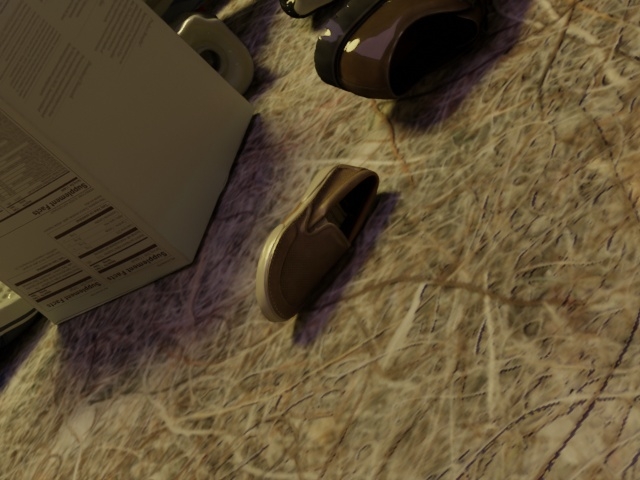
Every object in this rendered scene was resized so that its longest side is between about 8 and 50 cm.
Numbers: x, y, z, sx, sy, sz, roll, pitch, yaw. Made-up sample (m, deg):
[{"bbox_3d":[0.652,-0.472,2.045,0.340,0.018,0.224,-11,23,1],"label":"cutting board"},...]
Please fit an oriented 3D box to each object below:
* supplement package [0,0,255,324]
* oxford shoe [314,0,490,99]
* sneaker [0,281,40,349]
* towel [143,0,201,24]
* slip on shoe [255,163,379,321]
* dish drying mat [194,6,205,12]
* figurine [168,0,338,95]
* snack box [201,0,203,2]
[{"bbox_3d":[-0.235,-0.100,1.216,0.198,0.262,0.199,-24,35,39],"label":"supplement package"},{"bbox_3d":[0.104,-0.189,1.077,0.096,0.083,0.227,30,74,40],"label":"oxford shoe"},{"bbox_3d":[-0.402,0.124,1.328,0.321,0.127,0.126,-21,33,-5],"label":"sneaker"},{"bbox_3d":[-0.224,-0.227,1.412,0.285,0.034,0.209,-26,-10,-44],"label":"towel"},{"bbox_3d":[0.000,0.000,0.983,0.041,0.051,0.135,0,45,40],"label":"slip on shoe"},{"bbox_3d":[-0.159,-0.228,1.569,0.032,0.008,0.083,-2,51,59],"label":"dish drying mat"},{"bbox_3d":[-0.076,-0.234,1.388,0.215,0.092,0.209,-44,18,5],"label":"figurine"},{"bbox_3d":[-0.187,-0.433,1.598,0.187,0.322,0.060,-41,-17,5],"label":"snack box"}]
